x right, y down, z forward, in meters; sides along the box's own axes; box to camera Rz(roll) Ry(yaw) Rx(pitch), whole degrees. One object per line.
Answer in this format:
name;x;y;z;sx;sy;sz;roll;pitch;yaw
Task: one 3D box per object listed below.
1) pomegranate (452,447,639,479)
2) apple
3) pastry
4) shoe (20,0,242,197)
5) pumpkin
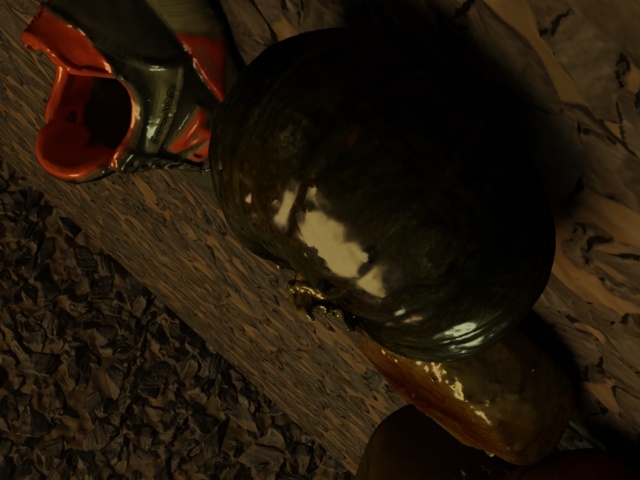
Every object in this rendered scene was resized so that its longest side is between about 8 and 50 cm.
pomegranate;0.213;0.280;0.898;0.235;0.210;0.210;16;156;22
apple;0.146;0.305;1.107;0.234;0.257;0.257;16;164;2
pastry;0.125;0.108;0.875;0.182;0.093;0.192;29;165;43
shoe;-0.149;-0.097;0.870;0.132;0.171;0.336;36;164;25
pumpkin;0.032;-0.021;0.620;0.224;0.157;0.223;37;176;3
